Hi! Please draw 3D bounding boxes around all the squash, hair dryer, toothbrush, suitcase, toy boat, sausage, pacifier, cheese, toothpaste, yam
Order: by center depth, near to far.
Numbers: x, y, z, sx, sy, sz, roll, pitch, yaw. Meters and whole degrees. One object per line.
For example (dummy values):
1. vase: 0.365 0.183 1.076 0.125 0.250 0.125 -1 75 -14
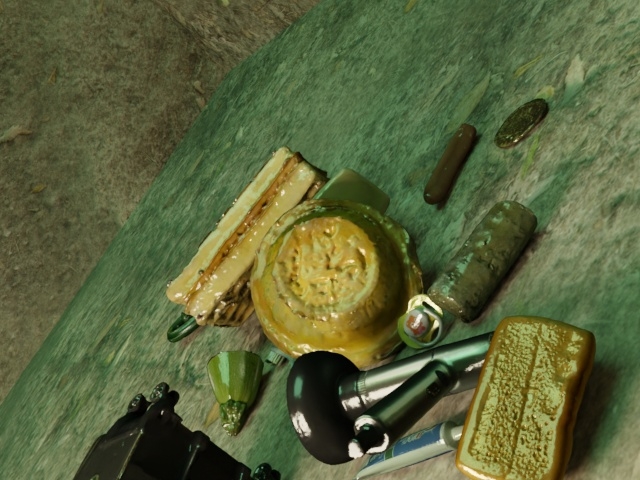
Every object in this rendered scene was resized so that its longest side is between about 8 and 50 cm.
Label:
1. hair dryer: 0.060 0.180 1.131 0.320 0.284 0.155 -26 72 41
2. toothpaste: 0.114 0.262 1.171 0.197 0.035 0.057 -32 9 42
3. suitcase: -0.240 0.437 1.237 0.194 0.283 0.434 -27 30 39
4. yam: 0.226 0.027 1.299 0.179 0.078 0.078 -54 20 -11
5. pacifier: 0.152 0.116 1.345 0.064 0.068 0.083 -18 -41 -59
6. toothbrush: -0.023 0.221 1.538 0.037 0.028 0.375 -58 21 -8
7. sausage: 0.226 -0.131 1.640 0.043 0.043 0.186 -18 35 55
8. squash: -0.149 0.272 1.643 0.105 0.105 0.132 -38 36 27
9. cheese: 0.000 0.000 1.649 0.242 0.124 0.265 -53 1 -4
10. toy boat: -0.279 0.154 2.164 0.210 0.052 0.104 -50 22 -6

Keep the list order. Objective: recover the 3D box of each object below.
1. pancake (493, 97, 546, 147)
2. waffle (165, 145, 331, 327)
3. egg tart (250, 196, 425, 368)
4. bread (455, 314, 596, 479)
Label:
1. pancake: 0.336 -0.199 1.574 0.115 0.011 0.115 -42 21 20
2. waffle: -0.123 -0.002 1.839 0.376 0.114 0.261 -51 -17 5
3. egg tart: 0.020 0.059 1.416 0.288 0.288 0.118 -51 -19 -6
4. bread: 0.222 0.177 0.998 0.116 0.077 0.200 10 61 26
